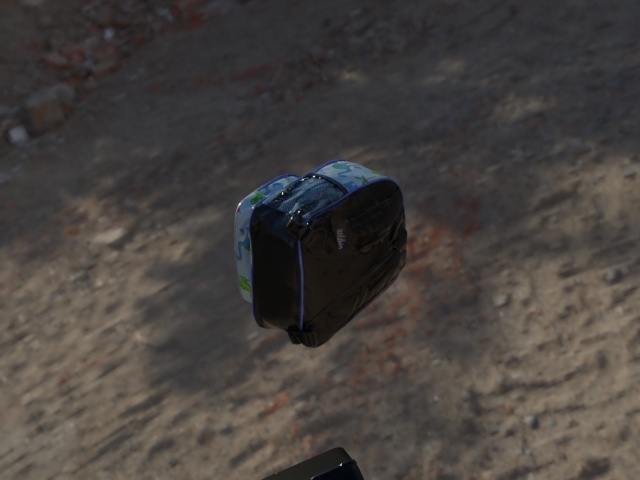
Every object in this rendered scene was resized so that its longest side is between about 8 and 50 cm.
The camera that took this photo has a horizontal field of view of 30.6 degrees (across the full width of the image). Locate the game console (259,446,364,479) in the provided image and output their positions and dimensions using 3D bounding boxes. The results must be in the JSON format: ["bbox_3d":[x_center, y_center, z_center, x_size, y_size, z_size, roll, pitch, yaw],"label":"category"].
[{"bbox_3d":[-0.014,0.264,1.151,0.122,0.071,0.107,-23,66,-8],"label":"game console"}]

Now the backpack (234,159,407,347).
[{"bbox_3d":[0.000,0.000,0.782,0.084,0.105,0.114,23,39,36],"label":"backpack"}]
